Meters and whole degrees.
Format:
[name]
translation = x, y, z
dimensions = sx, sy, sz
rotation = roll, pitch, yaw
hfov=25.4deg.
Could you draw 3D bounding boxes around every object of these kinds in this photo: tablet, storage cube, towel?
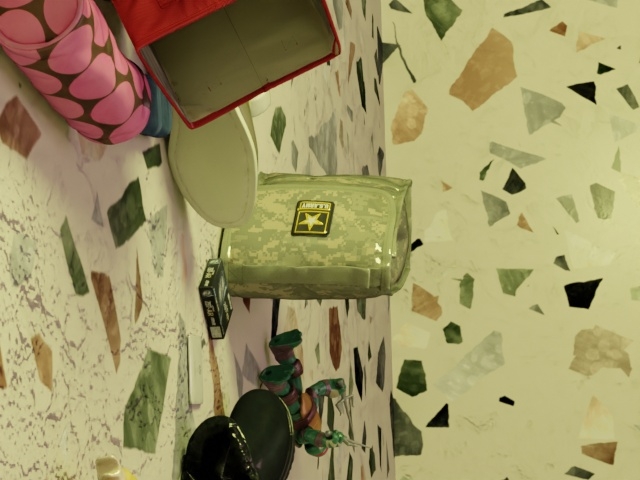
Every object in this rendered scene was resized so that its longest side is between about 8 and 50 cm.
[tablet]
translation = -0.152, 0.158, 1.731
dimensions = 0.054, 0.006, 0.083
rotation = 26, 62, -79
[storage cube]
translation = -0.111, -0.263, 1.422
dimensions = 0.193, 0.184, 0.215
rotation = 64, 1, 23
[towel]
translation = -0.190, -0.147, 1.547
dimensions = 0.119, 0.029, 0.067
rotation = -4, 91, -80

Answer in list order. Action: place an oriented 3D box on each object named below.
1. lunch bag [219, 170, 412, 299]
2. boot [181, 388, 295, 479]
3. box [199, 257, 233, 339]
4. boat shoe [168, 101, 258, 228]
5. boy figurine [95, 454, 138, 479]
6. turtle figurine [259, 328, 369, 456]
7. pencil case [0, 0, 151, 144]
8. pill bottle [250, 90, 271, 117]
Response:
[lunch bag]
translation = 0.000, 0.000, 1.972
dimensions = 0.287, 0.235, 0.169
rotation = -58, 149, -73
[boot]
translation = -0.097, 0.260, 1.745
dimensions = 0.207, 0.094, 0.246
rotation = 78, 19, -57
[box]
translation = -0.133, 0.075, 1.820
dimensions = 0.067, 0.018, 0.083
rotation = -76, 160, -57
[boat shoe]
translation = -0.130, -0.158, 1.662
dimensions = 0.091, 0.109, 0.305
rotation = -70, 151, -55
[boy figurine]
translation = -0.187, 0.282, 1.263
dimensions = 0.285, 0.092, 0.177
rotation = 57, 31, -72
[turtle figurine]
translation = -0.015, 0.258, 2.153
dimensions = 0.175, 0.118, 0.234
rotation = -104, 168, -58
[pencil case]
translation = -0.215, -0.167, 1.263
dimensions = 0.209, 0.095, 0.098
rotation = 67, 7, -67
[pill bottle]
translation = -0.119, -0.254, 1.724
dimensions = 0.117, 0.118, 0.208
rotation = -77, 161, -57
